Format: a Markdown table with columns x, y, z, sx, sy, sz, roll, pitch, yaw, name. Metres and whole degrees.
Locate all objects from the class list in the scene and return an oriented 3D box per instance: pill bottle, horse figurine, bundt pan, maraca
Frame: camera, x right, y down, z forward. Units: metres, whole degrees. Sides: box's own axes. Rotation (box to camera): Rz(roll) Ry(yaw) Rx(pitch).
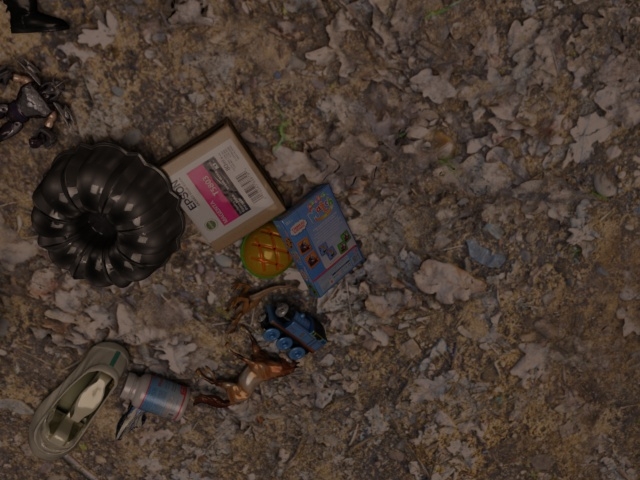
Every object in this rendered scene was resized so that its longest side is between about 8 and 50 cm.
| x | y | z | sx | sy | sz | roll | pitch | yaw | name |
| --- | --- | --- | --- | --- | --- | --- | --- | --- | --- |
| -0.413 | 0.385 | 1.620 | 0.160 | 0.087 | 0.087 | 24 | 107 | -16 | pill bottle |
| -0.202 | 0.339 | 1.642 | 0.174 | 0.066 | 0.263 | 42 | 100 | -14 | horse figurine |
| -0.463 | -0.036 | 1.377 | 0.330 | 0.124 | 0.331 | 4 | 119 | 7 | bundt pan |
| -0.103 | 0.004 | 1.503 | 0.186 | 0.099 | 0.127 | -46 | 106 | -13 | maraca |

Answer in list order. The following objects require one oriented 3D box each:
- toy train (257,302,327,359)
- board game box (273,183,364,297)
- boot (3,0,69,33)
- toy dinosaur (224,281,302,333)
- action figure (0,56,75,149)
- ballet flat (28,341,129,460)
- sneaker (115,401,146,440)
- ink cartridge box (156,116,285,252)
| x | y | z | sx | sy | sz | roll | pitch | yaw | name |
| --- | --- | --- | --- | --- | --- | --- | --- | --- | --- |
| -0.069 | 0.216 | 1.587 | 0.105 | 0.080 | 0.184 | -38 | 126 | 12 | toy train |
| 0.000 | 0.000 | 1.499 | 0.160 | 0.039 | 0.212 | -39 | 117 | -29 | board game box |
| -0.565 | -0.462 | 1.281 | 0.121 | 0.045 | 0.099 | -4 | 109 | -5 | boot |
| -0.165 | 0.141 | 1.579 | 0.211 | 0.064 | 0.112 | -38 | 138 | 10 | toy dinosaur |
| -0.635 | -0.251 | 1.329 | 0.284 | 0.099 | 0.185 | -32 | 104 | 2 | action figure |
| -0.607 | 0.419 | 1.586 | 0.139 | 0.139 | 0.400 | 34 | 104 | -18 | ballet flat |
| -0.480 | 0.465 | 1.665 | 0.058 | 0.052 | 0.135 | 29 | 106 | -21 | sneaker |
| -0.218 | -0.120 | 1.439 | 0.193 | 0.088 | 0.235 | -32 | 113 | 5 | ink cartridge box |
